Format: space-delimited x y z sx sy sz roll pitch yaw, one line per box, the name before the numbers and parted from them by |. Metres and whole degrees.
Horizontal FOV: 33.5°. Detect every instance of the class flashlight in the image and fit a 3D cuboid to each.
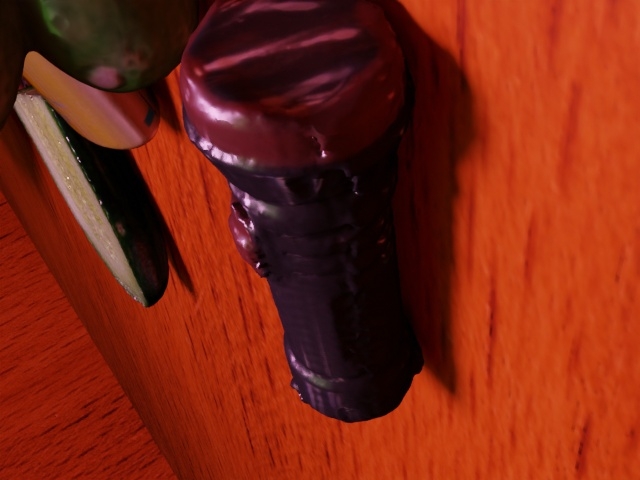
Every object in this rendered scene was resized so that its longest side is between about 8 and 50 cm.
flashlight | 0.000 0.000 0.472 0.093 0.093 0.232 49 160 35

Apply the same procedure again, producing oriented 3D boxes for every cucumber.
cucumber | -0.212 -0.050 1.044 0.115 0.063 0.243 1 118 61

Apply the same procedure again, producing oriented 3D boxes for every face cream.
face cream | -0.219 -0.179 0.717 0.139 0.067 0.285 37 169 41

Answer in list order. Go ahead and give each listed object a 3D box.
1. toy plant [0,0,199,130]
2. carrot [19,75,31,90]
toy plant | -0.174 -0.148 0.538 0.175 0.218 0.235 -126 25 -57
carrot | -0.391 -0.245 1.316 0.037 0.037 0.190 32 143 58
